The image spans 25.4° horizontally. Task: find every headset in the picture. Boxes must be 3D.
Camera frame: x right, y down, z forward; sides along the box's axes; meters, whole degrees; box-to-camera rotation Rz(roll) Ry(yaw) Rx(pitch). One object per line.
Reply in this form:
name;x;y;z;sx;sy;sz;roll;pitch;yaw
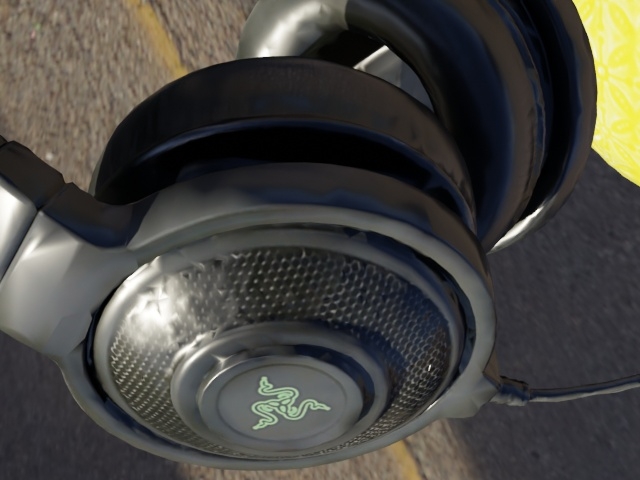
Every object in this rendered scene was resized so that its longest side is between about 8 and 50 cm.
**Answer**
headset;0.000;0.000;0.499;0.394;0.243;0.185;36;130;0

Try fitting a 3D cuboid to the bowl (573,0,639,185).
bowl;0.179;-0.155;0.778;0.156;0.289;0.289;4;110;18
